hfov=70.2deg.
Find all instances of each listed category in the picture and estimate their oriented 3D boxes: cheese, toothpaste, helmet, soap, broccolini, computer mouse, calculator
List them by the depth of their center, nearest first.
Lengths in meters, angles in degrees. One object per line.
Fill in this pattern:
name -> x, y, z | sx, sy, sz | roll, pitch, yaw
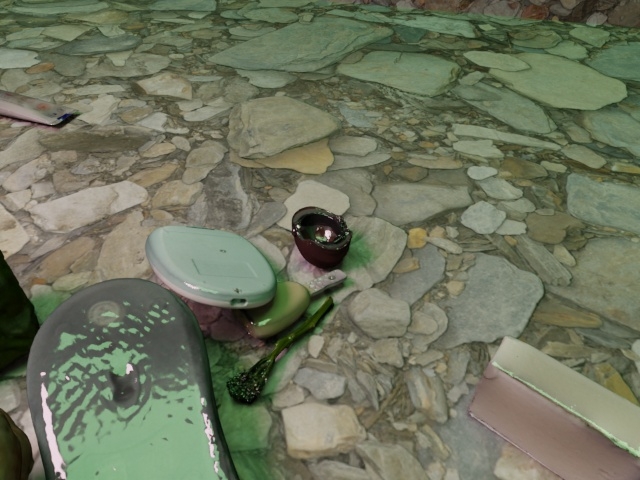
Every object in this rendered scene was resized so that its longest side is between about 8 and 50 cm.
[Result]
computer mouse -> -0.203, 0.205, 0.506 | 0.188, 0.122, 0.371 | -16, 49, -20
soap -> 0.273, 0.207, 0.526 | 0.183, 0.122, 0.063 | 31, 50, 28
broccolini -> -0.050, 0.146, 0.651 | 0.044, 0.042, 0.218 | 44, 46, 4
calculator -> -0.171, 0.026, 0.706 | 0.183, 0.042, 0.295 | 6, 18, -31
cheese -> -0.039, 0.086, 0.707 | 0.192, 0.038, 0.097 | -22, 36, -29
helmet -> 0.000, 0.000, 0.788 | 0.098, 0.071, 0.123 | -11, 35, -24
toothpaste -> -0.788, -0.346, 1.156 | 0.322, 0.066, 0.100 | 14, 37, 6

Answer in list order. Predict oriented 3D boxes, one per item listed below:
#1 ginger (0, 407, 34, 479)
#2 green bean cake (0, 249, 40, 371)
ginger -> -0.360, 0.241, 0.372 | 0.304, 0.155, 0.244 | -52, 27, -3
green bean cake -> -0.503, 0.080, 0.535 | 0.246, 0.250, 0.156 | -32, 51, -34
